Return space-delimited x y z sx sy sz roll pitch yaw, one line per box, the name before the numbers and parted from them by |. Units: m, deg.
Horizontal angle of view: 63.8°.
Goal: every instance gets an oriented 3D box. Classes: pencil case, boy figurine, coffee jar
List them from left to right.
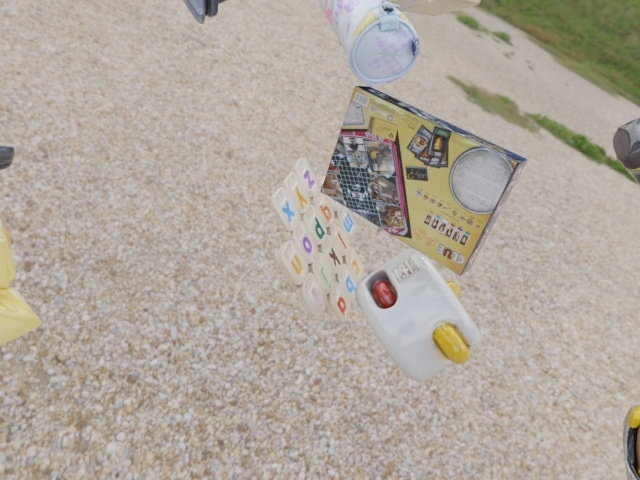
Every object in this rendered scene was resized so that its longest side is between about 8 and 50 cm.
boy figurine | -0.476 0.008 0.750 0.092 0.177 0.286 -10 88 -34
pencil case | 0.073 -0.377 0.870 0.113 0.124 0.273 -18 46 2
coffee jar | 0.610 -0.138 0.935 0.184 0.079 0.096 34 46 -27

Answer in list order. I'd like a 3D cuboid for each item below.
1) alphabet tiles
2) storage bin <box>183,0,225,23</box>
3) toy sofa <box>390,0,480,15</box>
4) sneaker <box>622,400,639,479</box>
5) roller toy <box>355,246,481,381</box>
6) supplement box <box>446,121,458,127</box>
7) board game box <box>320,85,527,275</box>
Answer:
alphabet tiles | 0.000 0.000 0.948 0.278 0.021 0.284 60 32 -25
storage bin | -0.085 -0.259 0.401 0.091 0.098 0.135 -29 75 -19
toy sofa | 0.174 -0.576 0.855 0.176 0.363 0.150 -2 15 -20
sneaker | 0.369 0.285 0.551 0.092 0.088 0.226 34 46 -48
roller toy | 0.162 0.114 0.835 0.191 0.146 0.209 56 8 10
supplement box | 0.206 -0.121 0.980 0.104 0.188 0.081 -10 36 -25
board game box | 0.125 -0.086 0.695 0.243 0.165 0.042 34 30 26
